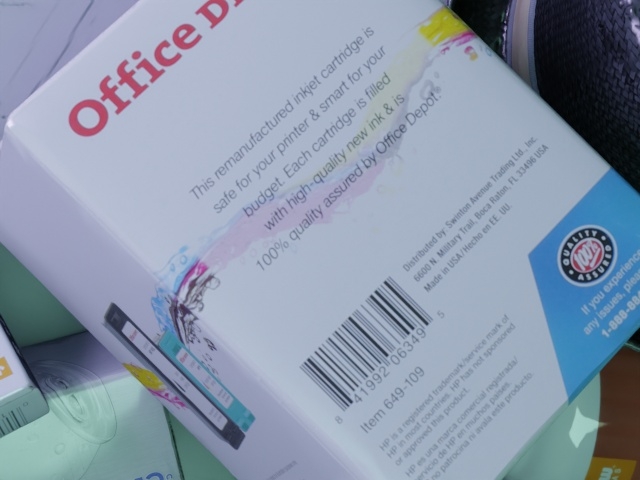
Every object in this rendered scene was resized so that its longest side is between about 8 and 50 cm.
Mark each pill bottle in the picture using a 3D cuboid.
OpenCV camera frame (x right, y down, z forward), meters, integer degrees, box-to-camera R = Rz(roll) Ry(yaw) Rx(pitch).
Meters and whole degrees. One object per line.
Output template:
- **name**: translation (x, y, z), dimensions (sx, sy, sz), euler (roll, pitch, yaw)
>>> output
- **pill bottle**: translation (0.175, 0.103, 1.092), dimensions (0.216, 0.121, 0.121), euler (6, 103, -14)

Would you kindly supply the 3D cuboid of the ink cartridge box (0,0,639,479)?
- **ink cartridge box**: translation (0.000, 0.000, 0.920), dimensions (0.270, 0.197, 0.198), euler (45, 72, 2)

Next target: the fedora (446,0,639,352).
- **fedora**: translation (0.229, -0.089, 0.994), dimensions (0.334, 0.152, 0.334), euler (0, 87, -3)

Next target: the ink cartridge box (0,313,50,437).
- **ink cartridge box**: translation (-0.277, 0.051, 0.963), dimensions (0.206, 0.208, 0.045), euler (-27, 152, -9)

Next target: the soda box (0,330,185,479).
- **soda box**: translation (-0.223, 0.131, 1.021), dimensions (0.286, 0.098, 0.091), euler (-14, 107, -8)
